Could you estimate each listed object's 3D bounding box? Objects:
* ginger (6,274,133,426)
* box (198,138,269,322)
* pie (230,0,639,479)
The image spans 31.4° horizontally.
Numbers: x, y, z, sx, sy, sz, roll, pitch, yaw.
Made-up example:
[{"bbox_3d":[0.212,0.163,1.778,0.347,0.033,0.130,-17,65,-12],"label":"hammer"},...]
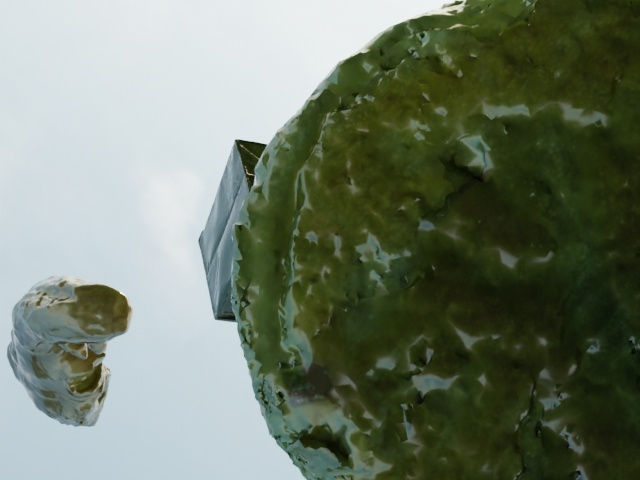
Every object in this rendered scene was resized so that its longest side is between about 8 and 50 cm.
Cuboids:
[{"bbox_3d":[-0.150,0.062,0.662,0.069,0.173,0.051,39,-116,5],"label":"ginger"},{"bbox_3d":[0.000,0.000,1.281,0.231,0.149,0.155,9,-145,-21],"label":"box"},{"bbox_3d":[0.104,0.023,0.465,0.277,0.277,0.078,20,-179,-14],"label":"pie"}]
